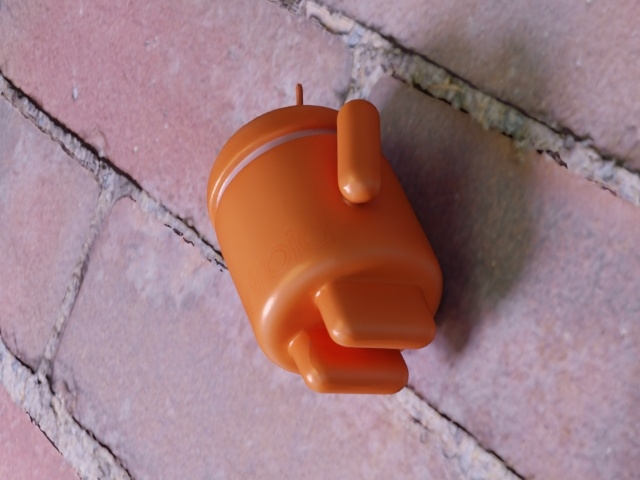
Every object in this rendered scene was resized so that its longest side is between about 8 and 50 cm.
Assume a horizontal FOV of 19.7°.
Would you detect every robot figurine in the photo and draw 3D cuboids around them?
[{"bbox_3d":[0.001,-0.001,1.189,0.128,0.158,0.219,-24,49,-1],"label":"robot figurine"}]
